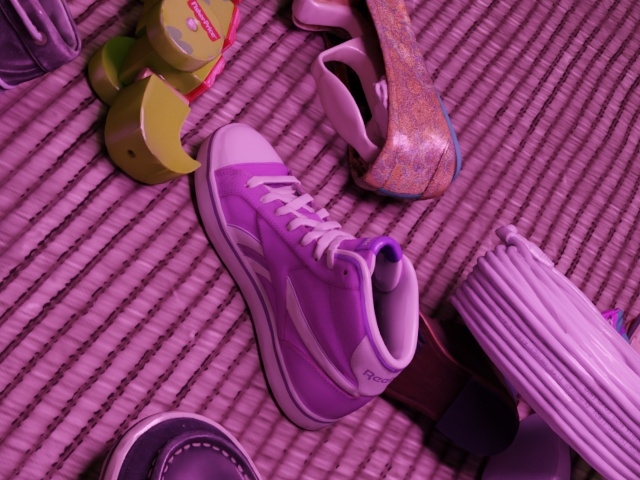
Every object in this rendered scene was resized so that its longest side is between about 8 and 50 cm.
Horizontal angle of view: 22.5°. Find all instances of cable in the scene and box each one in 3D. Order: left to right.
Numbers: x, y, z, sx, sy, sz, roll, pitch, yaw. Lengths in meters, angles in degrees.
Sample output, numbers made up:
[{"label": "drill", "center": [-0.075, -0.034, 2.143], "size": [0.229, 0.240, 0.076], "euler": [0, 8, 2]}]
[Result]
[{"label": "cable", "center": [0.225, 0.112, 1.431], "size": [0.257, 0.089, 0.257], "euler": [46, 9, -3]}]

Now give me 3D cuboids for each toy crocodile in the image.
[{"label": "toy crocodile", "center": [-0.116, -0.201, 1.418], "size": [0.105, 0.115, 0.340], "euler": [35, 46, -26]}]

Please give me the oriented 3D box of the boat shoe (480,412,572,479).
[{"label": "boat shoe", "center": [0.187, 0.275, 1.392], "size": [0.084, 0.095, 0.258], "euler": [39, 49, -31]}]

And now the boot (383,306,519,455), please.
[{"label": "boot", "center": [0.094, 0.102, 1.449], "size": [0.219, 0.082, 0.106], "euler": [45, 15, 7]}]

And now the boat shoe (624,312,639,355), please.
[{"label": "boat shoe", "center": [0.331, 0.122, 1.650], "size": [0.049, 0.043, 0.137], "euler": [41, 44, -15]}]

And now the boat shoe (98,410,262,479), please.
[{"label": "boat shoe", "center": [-0.030, 0.341, 1.094], "size": [0.187, 0.156, 0.500], "euler": [5, 59, -38]}]

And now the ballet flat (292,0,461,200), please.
[{"label": "ballet flat", "center": [0.034, -0.196, 1.557], "size": [0.123, 0.123, 0.348], "euler": [2, 62, -41]}]

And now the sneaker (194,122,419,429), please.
[{"label": "sneaker", "center": [0.001, 0.000, 1.350], "size": [0.102, 0.161, 0.282], "euler": [-9, 68, -43]}]

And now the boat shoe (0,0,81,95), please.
[{"label": "boat shoe", "center": [-0.275, -0.279, 1.234], "size": [0.121, 0.119, 0.335], "euler": [-80, 153, -65]}]

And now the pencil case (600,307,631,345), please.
[{"label": "pencil case", "center": [0.291, 0.144, 1.576], "size": [0.064, 0.070, 0.151], "euler": [-14, 72, -17]}]
